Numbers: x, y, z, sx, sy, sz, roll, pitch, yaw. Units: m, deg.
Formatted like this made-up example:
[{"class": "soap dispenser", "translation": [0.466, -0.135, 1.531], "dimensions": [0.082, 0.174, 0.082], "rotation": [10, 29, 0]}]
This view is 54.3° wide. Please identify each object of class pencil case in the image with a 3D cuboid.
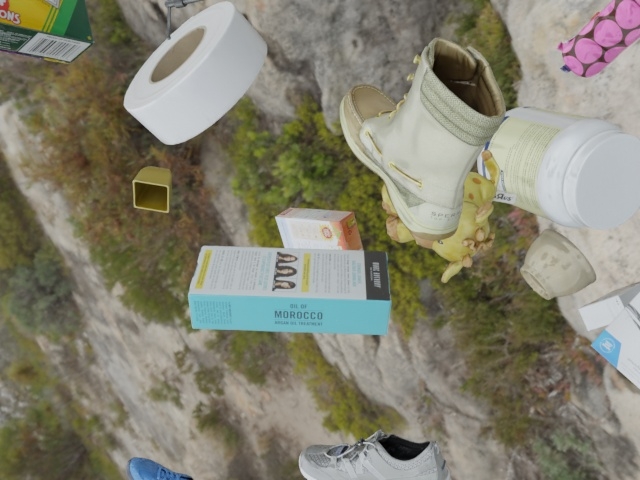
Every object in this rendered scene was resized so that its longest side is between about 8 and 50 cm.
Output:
[{"class": "pencil case", "translation": [0.546, -0.397, 1.172], "dimensions": [0.098, 0.095, 0.209], "rotation": [44, 150, 1]}]

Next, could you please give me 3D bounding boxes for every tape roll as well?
[{"class": "tape roll", "translation": [-0.240, -0.322, 1.195], "dimensions": [0.286, 0.286, 0.100], "rotation": [15, 157, 52]}]

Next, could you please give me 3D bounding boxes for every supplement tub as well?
[{"class": "supplement tub", "translation": [0.530, -0.164, 1.387], "dimensions": [0.325, 0.235, 0.235], "rotation": [42, 152, 62]}]

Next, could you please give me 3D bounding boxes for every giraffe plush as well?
[{"class": "giraffe plush", "translation": [0.191, -0.030, 0.934], "dimensions": [0.210, 0.170, 0.181], "rotation": [-3, 121, 14]}]

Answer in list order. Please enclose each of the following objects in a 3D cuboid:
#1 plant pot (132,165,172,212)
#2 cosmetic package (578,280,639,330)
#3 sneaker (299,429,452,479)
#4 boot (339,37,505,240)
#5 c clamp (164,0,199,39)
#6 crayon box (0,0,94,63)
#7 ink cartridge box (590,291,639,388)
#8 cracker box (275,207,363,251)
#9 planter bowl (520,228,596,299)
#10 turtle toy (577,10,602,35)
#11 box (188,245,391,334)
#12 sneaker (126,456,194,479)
[{"class": "plant pot", "translation": [-0.381, -0.126, 1.441], "dimensions": [0.081, 0.083, 0.081], "rotation": [9, 132, -4]}, {"class": "cosmetic package", "translation": [0.700, 0.147, 1.456], "dimensions": [0.099, 0.239, 0.060], "rotation": [-33, 74, 40]}, {"class": "sneaker", "translation": [0.094, 0.387, 1.127], "dimensions": [0.281, 0.105, 0.115], "rotation": [-3, 106, 19]}, {"class": "boot", "translation": [0.092, -0.128, 0.609], "dimensions": [0.165, 0.077, 0.213], "rotation": [103, 148, -49]}, {"class": "c clamp", "translation": [-0.177, -0.395, 0.962], "dimensions": [0.160, 0.022, 0.137], "rotation": [-7, 89, 26]}, {"class": "crayon box", "translation": [-0.615, -0.506, 1.102], "dimensions": [0.106, 0.363, 0.313], "rotation": [-19, 81, 38]}, {"class": "ink cartridge box", "translation": [0.532, 0.136, 0.979], "dimensions": [0.180, 0.060, 0.104], "rotation": [-54, 45, 14]}, {"class": "cracker box", "translation": [0.000, 0.000, 1.638], "dimensions": [0.232, 0.067, 0.156], "rotation": [7, 122, 42]}, {"class": "planter bowl", "translation": [0.537, 0.069, 1.448], "dimensions": [0.162, 0.109, 0.162], "rotation": [50, 179, 1]}, {"class": "turtle toy", "translation": [0.587, -0.437, 1.306], "dimensions": [0.066, 0.130, 0.095], "rotation": [41, -171, 3]}, {"class": "box", "translation": [-0.036, 0.062, 0.794], "dimensions": [0.100, 0.244, 0.060], "rotation": [-87, -1, -53]}, {"class": "sneaker", "translation": [-0.326, 0.525, 1.363], "dimensions": [0.082, 0.069, 0.209], "rotation": [-32, 119, 23]}]
